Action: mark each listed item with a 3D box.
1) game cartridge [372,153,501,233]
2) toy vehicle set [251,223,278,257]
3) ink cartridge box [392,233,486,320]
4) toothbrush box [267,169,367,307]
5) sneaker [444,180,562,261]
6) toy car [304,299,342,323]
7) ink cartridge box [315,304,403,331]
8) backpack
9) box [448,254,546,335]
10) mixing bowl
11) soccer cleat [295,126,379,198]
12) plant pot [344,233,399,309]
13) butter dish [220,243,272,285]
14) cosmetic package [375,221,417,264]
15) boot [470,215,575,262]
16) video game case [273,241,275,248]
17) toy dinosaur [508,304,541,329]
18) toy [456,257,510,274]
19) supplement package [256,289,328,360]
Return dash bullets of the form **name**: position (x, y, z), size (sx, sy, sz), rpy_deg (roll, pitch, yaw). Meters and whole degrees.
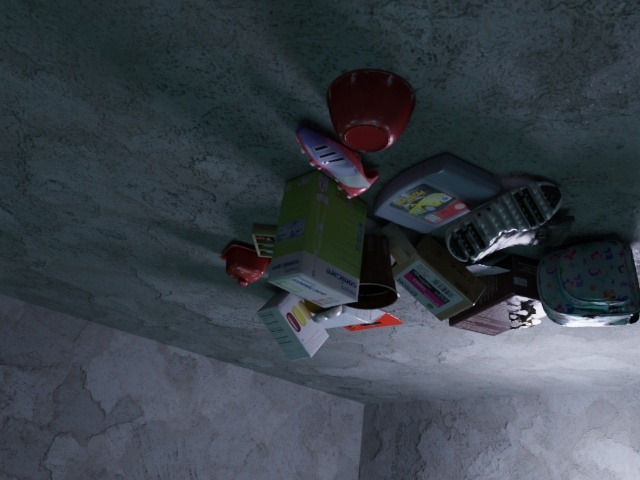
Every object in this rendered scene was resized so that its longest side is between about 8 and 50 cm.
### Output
- **game cartridge**: position (0.268, -0.109, 1.366), size (0.196, 0.060, 0.294), rpy_deg (23, 151, -21)
- **toy vehicle set**: position (-0.074, 0.012, 1.727), size (0.266, 0.035, 0.166), rpy_deg (5, 154, 5)
- **ink cartridge box**: position (0.342, 0.116, 1.652), size (0.234, 0.088, 0.193), rpy_deg (41, 150, 2)
- **toothbrush box**: position (0.000, 0.000, 1.397), size (0.122, 0.283, 0.206), rpy_deg (-17, 146, 41)
- **sneaker**: position (0.427, -0.058, 1.320), size (0.292, 0.110, 0.118), rpy_deg (-26, -171, 5)
- **toy car**: position (0.024, 0.204, 2.005), size (0.136, 0.159, 0.182), rpy_deg (-18, 172, -38)
- **ink cartridge box**: position (0.112, 0.339, 2.294), size (0.308, 0.091, 0.385), rpy_deg (-17, 144, 41)
- **backpack**: position (0.726, 0.120, 1.510), size (0.253, 0.225, 0.191), rpy_deg (-9, 149, 27)
- **box**: position (0.593, 0.190, 1.796), size (0.191, 0.143, 0.381), rpy_deg (15, 155, -13)
- **mixing bowl**: position (0.095, -0.239, 1.090), size (0.181, 0.098, 0.181), rpy_deg (7, 154, 3)
- **soccer cleat**: position (0.037, -0.190, 1.252), size (0.095, 0.083, 0.248), rpy_deg (-36, 133, 15)
- **plant pot**: position (0.128, 0.081, 1.506), size (0.167, 0.165, 0.167), rpy_deg (2, 150, 1)
- **butter dish**: position (-0.254, 0.097, 1.858), size (0.159, 0.118, 0.160), rpy_deg (17, 153, -21)
- **cosmetic package**: position (0.213, 0.007, 1.555), size (0.115, 0.041, 0.060), rpy_deg (53, 147, 3)
- **boot**: position (0.531, 0.000, 1.480), size (0.229, 0.091, 0.263), rpy_deg (2, 159, -1)
- **video game case**: position (0.047, 0.086, 1.747), size (0.299, 0.036, 0.329), rpy_deg (-2, 151, 18)
- **toy dinosaur**: position (0.630, 0.253, 1.699), size (0.092, 0.053, 0.183), rpy_deg (-4, 152, 19)
- **toy**: position (0.444, 0.078, 1.694), size (0.136, 0.056, 0.237), rpy_deg (9, 163, -29)
- **supplement package**: position (-0.108, 0.325, 2.141), size (0.134, 0.139, 0.244), rpy_deg (-22, 106, 45)
